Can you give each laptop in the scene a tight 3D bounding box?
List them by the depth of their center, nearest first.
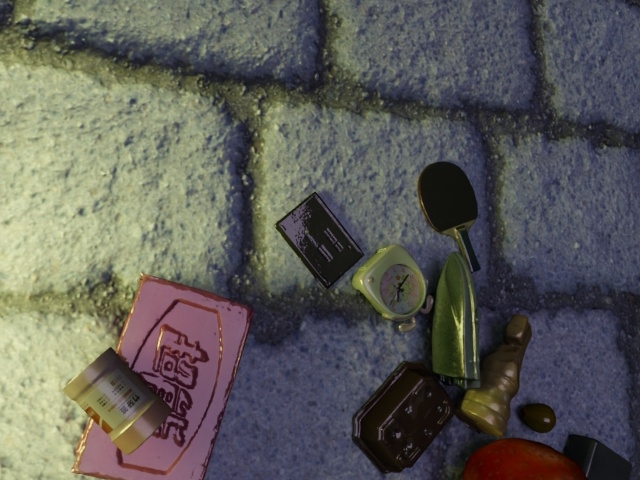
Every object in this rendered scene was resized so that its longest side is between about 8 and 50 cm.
[{"bbox_3d":[0.000,0.000,1.179,0.135,0.016,0.197,-42,98,-20],"label":"laptop"}]

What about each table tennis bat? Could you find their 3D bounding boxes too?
[{"bbox_3d":[0.350,-0.062,1.318,0.173,0.022,0.301,-19,88,-23],"label":"table tennis bat"}]

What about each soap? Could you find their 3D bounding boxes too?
[{"bbox_3d":[-0.292,0.269,0.971,0.233,0.128,0.359,20,74,-17],"label":"soap"}]

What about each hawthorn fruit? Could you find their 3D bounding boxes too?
[{"bbox_3d":[0.428,0.593,1.144,0.330,0.287,0.287,8,79,-1],"label":"hawthorn fruit"}]

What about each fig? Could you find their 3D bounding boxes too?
[{"bbox_3d":[0.552,0.450,1.299,0.088,0.074,0.074,16,77,-2],"label":"fig"}]

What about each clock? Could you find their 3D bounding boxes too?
[{"bbox_3d":[0.180,0.117,1.207,0.151,0.062,0.191,-41,98,-22],"label":"clock"}]

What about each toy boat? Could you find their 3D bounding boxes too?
[{"bbox_3d":[0.324,0.184,1.209,0.092,0.141,0.319,3,81,-19],"label":"toy boat"}]

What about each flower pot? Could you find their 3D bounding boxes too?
[{"bbox_3d":[0.204,0.407,1.163,0.251,0.084,0.179,-42,98,-21],"label":"flower pot"}]

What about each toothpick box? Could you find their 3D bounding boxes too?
[{"bbox_3d":[-0.331,0.261,0.835,0.098,0.098,0.149,-44,95,-21],"label":"toothpick box"}]

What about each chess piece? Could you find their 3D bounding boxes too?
[{"bbox_3d":[0.443,0.319,1.246,0.137,0.137,0.301,40,67,-11],"label":"chess piece"}]

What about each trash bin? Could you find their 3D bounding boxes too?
[{"bbox_3d":[0.692,0.647,1.310,0.177,0.101,0.236,34,70,-12],"label":"trash bin"}]
